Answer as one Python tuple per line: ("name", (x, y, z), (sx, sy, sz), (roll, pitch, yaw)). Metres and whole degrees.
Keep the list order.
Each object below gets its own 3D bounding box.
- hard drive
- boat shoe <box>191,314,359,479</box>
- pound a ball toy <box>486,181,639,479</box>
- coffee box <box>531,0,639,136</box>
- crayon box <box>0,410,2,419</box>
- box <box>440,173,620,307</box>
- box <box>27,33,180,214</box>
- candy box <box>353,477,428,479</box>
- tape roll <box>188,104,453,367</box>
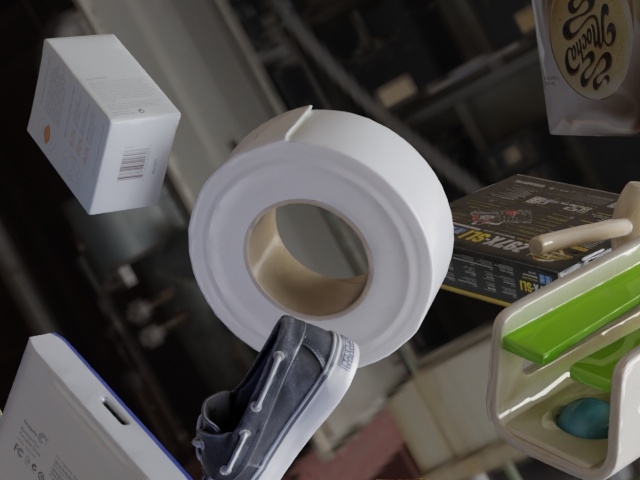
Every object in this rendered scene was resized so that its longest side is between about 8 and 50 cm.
("hard drive", (-0.232, 0.270, 1.418), (0.040, 0.210, 0.318), (-10, 134, -46))
("boat shoe", (-0.080, 0.196, 1.615), (0.301, 0.102, 0.108), (-54, -162, 30))
("pound a ball toy", (0.257, 0.074, 1.357), (0.208, 0.135, 0.319), (21, -148, 39))
("coffee box", (0.297, -0.171, 1.270), (0.119, 0.168, 0.297), (-13, -170, -23))
("crayon box", (-0.519, 0.146, 2.166), (0.081, 0.165, 0.278), (-24, -160, -16))
("box", (0.290, 0.003, 2.142), (0.257, 0.079, 0.322), (-25, -155, -34))
("box", (-0.246, -0.133, 1.812), (0.091, 0.170, 0.130), (-10, 134, -34))
("candy box", (0.076, 0.306, 1.819), (0.187, 0.053, 0.109), (3, -176, -35))
("tape roll", (0.000, 0.000, 1.786), (0.286, 0.286, 0.100), (-27, -166, 30))
